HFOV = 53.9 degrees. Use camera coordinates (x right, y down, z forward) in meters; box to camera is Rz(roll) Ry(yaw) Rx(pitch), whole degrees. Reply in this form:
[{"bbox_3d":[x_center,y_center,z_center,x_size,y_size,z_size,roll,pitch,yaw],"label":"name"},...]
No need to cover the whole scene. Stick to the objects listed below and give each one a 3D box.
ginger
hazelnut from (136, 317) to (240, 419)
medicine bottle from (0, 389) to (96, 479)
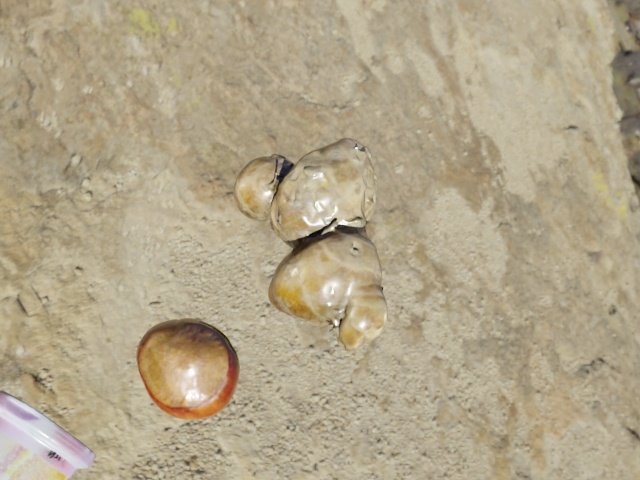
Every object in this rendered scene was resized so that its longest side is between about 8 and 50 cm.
[{"bbox_3d":[0.000,0.000,1.005,0.176,0.256,0.376,28,39,-56],"label":"ginger"},{"bbox_3d":[-0.103,0.101,0.504,0.086,0.086,0.086,12,70,-36],"label":"hazelnut"},{"bbox_3d":[-0.349,0.324,0.476,0.108,0.108,0.426,44,59,-21],"label":"medicine bottle"}]
